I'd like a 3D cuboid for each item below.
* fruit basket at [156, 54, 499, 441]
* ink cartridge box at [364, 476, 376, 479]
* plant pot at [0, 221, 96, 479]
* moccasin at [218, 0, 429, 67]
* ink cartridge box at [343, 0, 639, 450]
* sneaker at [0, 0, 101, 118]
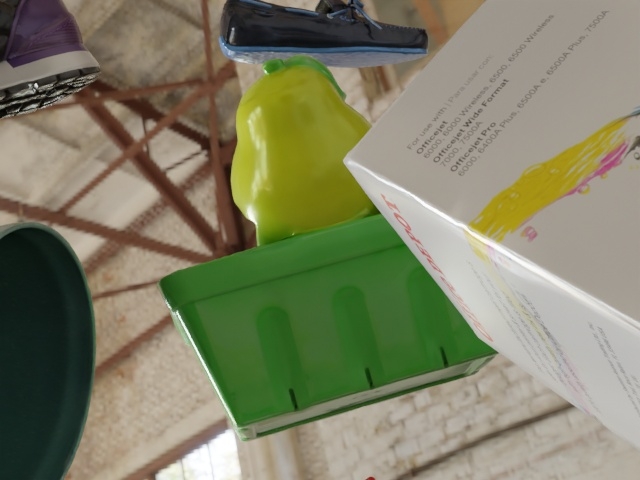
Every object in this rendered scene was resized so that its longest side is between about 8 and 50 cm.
[{"bbox_3d":[0.000,0.000,1.153,0.392,0.392,0.283,-11,-16,-5],"label":"fruit basket"},{"bbox_3d":[0.023,0.301,0.925,0.078,0.134,0.231,-20,-4,41],"label":"ink cartridge box"},{"bbox_3d":[-0.373,0.124,1.017,0.196,0.293,0.293,2,-26,14],"label":"plant pot"},{"bbox_3d":[0.011,-0.346,1.676,0.342,0.116,0.138,1,-5,-16],"label":"moccasin"},{"bbox_3d":[0.165,-0.007,0.464,0.168,0.233,0.171,-47,-46,-7],"label":"ink cartridge box"},{"bbox_3d":[-0.294,-0.138,0.731,0.107,0.124,0.283,-22,3,37],"label":"sneaker"}]
